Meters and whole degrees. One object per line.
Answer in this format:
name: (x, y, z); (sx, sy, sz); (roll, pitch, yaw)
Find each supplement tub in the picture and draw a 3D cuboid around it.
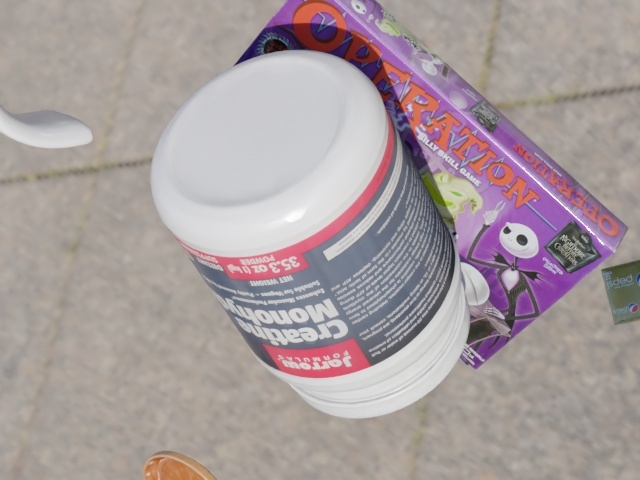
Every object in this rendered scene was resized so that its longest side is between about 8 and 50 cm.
supplement tub: (0.000, 0.000, 1.432); (0.191, 0.272, 0.191); (-14, 47, 16)

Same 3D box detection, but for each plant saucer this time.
plant saucer: (-0.101, 0.196, 1.395); (0.083, 0.083, 0.013); (2, 34, 41)

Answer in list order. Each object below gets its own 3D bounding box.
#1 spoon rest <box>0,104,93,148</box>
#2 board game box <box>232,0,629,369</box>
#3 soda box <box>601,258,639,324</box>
spoon rest: (-0.193, -0.182, 1.071); (0.137, 0.084, 0.276); (20, 122, 43)
board game box: (0.073, -0.061, 1.564); (0.208, 0.347, 0.056); (-47, 3, 38)
soda box: (0.346, 0.049, 1.895); (0.058, 0.181, 0.061); (-15, 86, 20)
